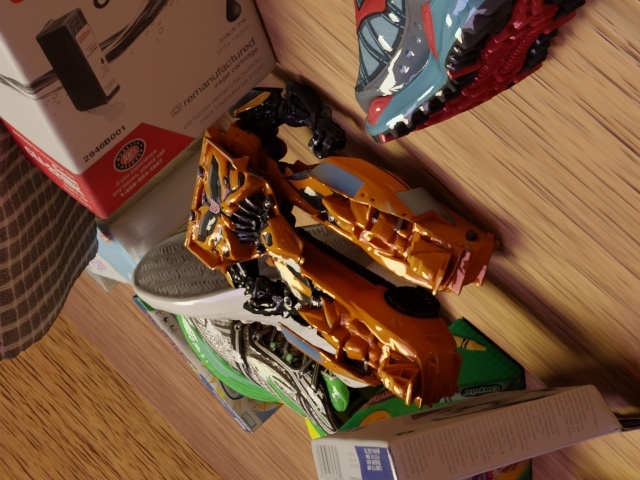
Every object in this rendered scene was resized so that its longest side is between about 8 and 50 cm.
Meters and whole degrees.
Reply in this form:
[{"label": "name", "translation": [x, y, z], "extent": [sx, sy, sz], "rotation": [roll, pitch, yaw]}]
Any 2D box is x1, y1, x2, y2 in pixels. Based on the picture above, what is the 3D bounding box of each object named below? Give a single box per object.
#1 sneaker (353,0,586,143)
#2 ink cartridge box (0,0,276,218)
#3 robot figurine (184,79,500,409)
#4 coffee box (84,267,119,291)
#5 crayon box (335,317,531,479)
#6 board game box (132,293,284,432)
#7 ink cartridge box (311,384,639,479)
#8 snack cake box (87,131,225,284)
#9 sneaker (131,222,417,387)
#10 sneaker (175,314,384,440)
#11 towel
[{"label": "sneaker", "translation": [0.068, -0.143, 0.913], "extent": [0.125, 0.104, 0.262], "rotation": [64, 163, 8]}, {"label": "ink cartridge box", "translation": [-0.167, -0.180, 1.233], "extent": [0.114, 0.197, 0.273], "rotation": [37, 162, 33]}, {"label": "robot figurine", "translation": [0.000, 0.000, 1.311], "extent": [0.291, 0.085, 0.211], "rotation": [31, 123, 32]}, {"label": "coffee box", "translation": [-0.322, -0.063, 2.165], "extent": [0.141, 0.098, 0.246], "rotation": [39, 163, 32]}, {"label": "crayon box", "translation": [0.105, 0.206, 1.505], "extent": [0.081, 0.165, 0.278], "rotation": [41, 164, 26]}, {"label": "board game box", "translation": [-0.094, 0.096, 1.852], "extent": [0.201, 0.136, 0.035], "rotation": [50, 166, -10]}, {"label": "ink cartridge box", "translation": [0.126, 0.143, 1.257], "extent": [0.223, 0.224, 0.045], "rotation": [157, 101, -73]}, {"label": "snack cake box", "translation": [-0.172, -0.033, 1.711], "extent": [0.089, 0.152, 0.264], "rotation": [53, 165, -16]}, {"label": "sneaker", "translation": [-0.028, 0.069, 1.511], "extent": [0.292, 0.108, 0.169], "rotation": [-1, 137, 38]}, {"label": "sneaker", "translation": [-0.007, 0.120, 1.730], "extent": [0.343, 0.134, 0.146], "rotation": [37, 157, 6]}, {"label": "towel", "translation": [-0.274, -0.050, 1.453], "extent": [0.283, 0.121, 0.235], "rotation": [-63, -29, -65]}]
